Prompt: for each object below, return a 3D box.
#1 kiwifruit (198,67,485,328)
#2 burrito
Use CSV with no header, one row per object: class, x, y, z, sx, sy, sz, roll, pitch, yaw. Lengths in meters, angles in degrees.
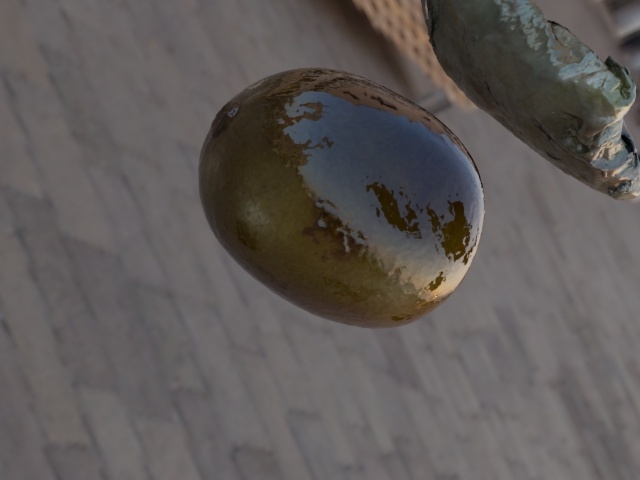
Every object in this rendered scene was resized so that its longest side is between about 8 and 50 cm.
kiwifruit,0.012,-0.037,1.516,0.234,0.196,0.196,30,28,-24
burrito,0.221,-0.181,2.056,0.348,0.107,0.175,47,-32,35
